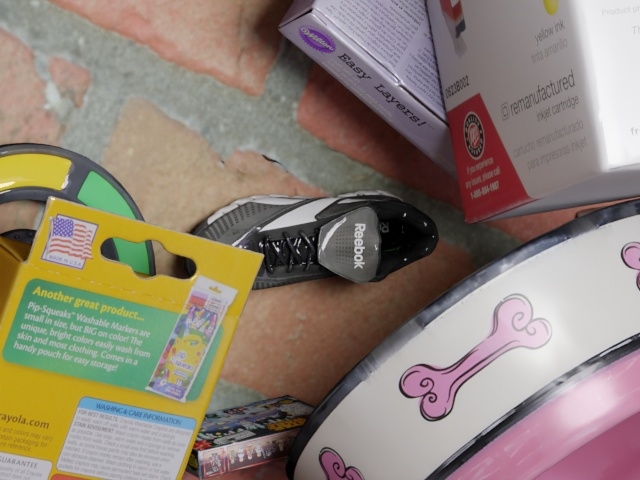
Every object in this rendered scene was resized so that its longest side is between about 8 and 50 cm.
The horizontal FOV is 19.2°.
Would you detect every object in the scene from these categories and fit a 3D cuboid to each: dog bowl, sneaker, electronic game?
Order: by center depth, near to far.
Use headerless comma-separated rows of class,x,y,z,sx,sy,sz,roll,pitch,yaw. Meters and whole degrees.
electronic game,-0.237,0.036,1.509,0.229,0.048,0.229,-6,101,-30
dog bowl,0.181,0.147,1.574,0.408,0.408,0.150,-23,65,-26
sneaker,0.000,0.000,1.609,0.234,0.106,0.078,-8,102,-29

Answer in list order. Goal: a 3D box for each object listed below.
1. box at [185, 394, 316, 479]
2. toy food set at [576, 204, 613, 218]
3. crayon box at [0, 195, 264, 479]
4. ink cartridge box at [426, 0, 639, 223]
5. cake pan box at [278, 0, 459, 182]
box,-0.063,0.165,1.608,0.137,0.094,0.027,-10,104,-29
toy food set,0.356,0.108,1.863,0.220,0.092,0.306,-7,101,-18
crayon box,-0.196,0.128,1.485,0.203,0.083,0.323,16,98,-36
ink cartridge box,0.187,-0.225,1.396,0.160,0.279,0.384,-8,85,-16
cake pan box,0.121,-0.195,1.564,0.267,0.070,0.246,38,62,-19
